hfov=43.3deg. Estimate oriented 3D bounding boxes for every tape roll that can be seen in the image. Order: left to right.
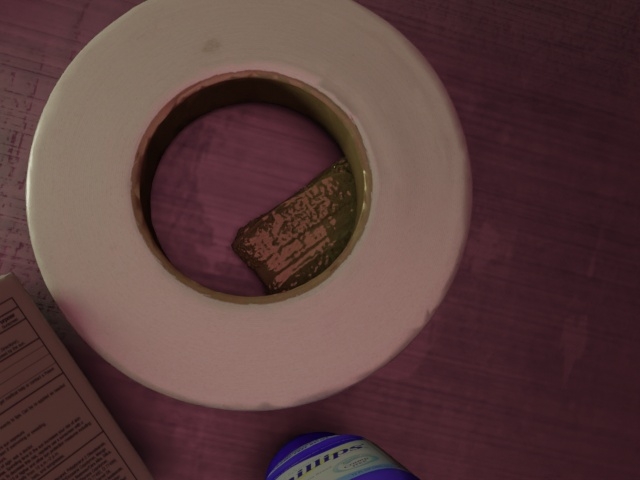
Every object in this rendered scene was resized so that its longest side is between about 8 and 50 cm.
[{"bbox_3d":[-0.060,-0.045,0.723,0.393,0.072,0.391,1,80,-3],"label":"tape roll"}]

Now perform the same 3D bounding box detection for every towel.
[{"bbox_3d":[0.000,0.000,0.779,0.148,0.027,0.110,-36,93,-11],"label":"towel"}]

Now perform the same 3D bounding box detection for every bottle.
[{"bbox_3d":[0.010,0.210,0.637,0.118,0.283,0.092,-28,92,-10],"label":"bottle"}]

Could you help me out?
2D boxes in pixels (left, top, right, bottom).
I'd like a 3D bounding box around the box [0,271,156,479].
[{"bbox_3d":[-0.261,0.170,0.649,0.149,0.127,0.232,-35,92,-39],"label":"box"}]
